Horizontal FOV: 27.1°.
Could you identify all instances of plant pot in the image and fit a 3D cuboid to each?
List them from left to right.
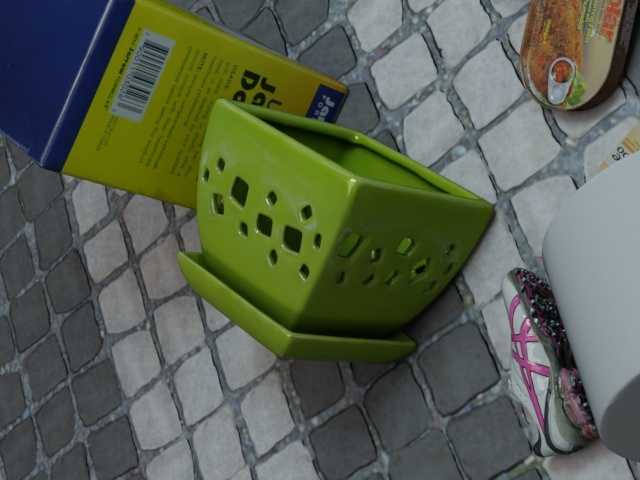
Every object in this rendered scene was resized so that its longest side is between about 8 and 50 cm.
[{"bbox_3d":[0.000,0.000,1.367,0.228,0.227,0.207,34,108,40],"label":"plant pot"}]

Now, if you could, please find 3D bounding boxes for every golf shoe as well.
[{"bbox_3d":[0.203,0.114,1.261,0.086,0.067,0.186,-35,59,31],"label":"golf shoe"}]

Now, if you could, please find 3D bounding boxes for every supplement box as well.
[{"bbox_3d":[-0.179,-0.160,1.463,0.194,0.357,0.195,33,101,41],"label":"supplement box"},{"bbox_3d":[0.307,-0.072,1.237,0.098,0.036,0.062,-52,51,19],"label":"supplement box"}]

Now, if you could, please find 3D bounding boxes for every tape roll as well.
[{"bbox_3d":[0.314,0.048,1.048,0.246,0.246,0.169,-36,48,29],"label":"tape roll"}]

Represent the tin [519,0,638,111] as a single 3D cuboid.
[{"bbox_3d":[0.256,-0.219,1.300,0.106,0.040,0.189,21,104,44],"label":"tin"}]
